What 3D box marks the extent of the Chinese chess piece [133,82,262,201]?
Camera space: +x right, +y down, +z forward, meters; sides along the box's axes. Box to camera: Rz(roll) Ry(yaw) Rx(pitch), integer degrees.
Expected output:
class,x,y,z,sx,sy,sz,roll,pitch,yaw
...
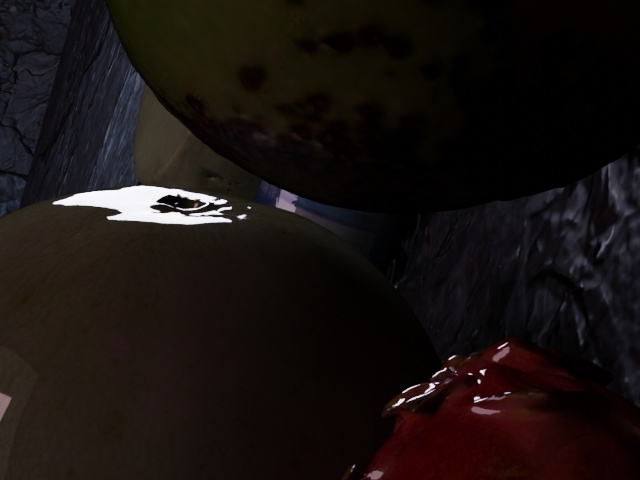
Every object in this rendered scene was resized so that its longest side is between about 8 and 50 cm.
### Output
class,x,y,z,sx,sy,sz,roll,pitch,yaw
Chinese chess piece,-0.039,-0.130,1.053,0.250,0.101,0.250,-52,27,42

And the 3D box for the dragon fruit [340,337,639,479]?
class,x,y,z,sx,sy,sz,roll,pitch,yaw
dragon fruit,0.067,0.111,0.470,0.136,0.133,0.166,81,-164,-51

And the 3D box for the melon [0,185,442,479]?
class,x,y,z,sx,sy,sz,roll,pitch,yaw
melon,-0.075,0.145,0.625,0.268,0.268,0.330,-132,48,-71

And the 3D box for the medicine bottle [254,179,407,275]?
class,x,y,z,sx,sy,sz,roll,pitch,yaw
medicine bottle,0.000,0.000,0.858,0.083,0.083,0.203,-128,55,-70

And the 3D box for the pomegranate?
class,x,y,z,sx,sy,sz,roll,pitch,yaw
pomegranate,0.081,-0.133,0.502,0.340,0.285,0.285,23,96,43
